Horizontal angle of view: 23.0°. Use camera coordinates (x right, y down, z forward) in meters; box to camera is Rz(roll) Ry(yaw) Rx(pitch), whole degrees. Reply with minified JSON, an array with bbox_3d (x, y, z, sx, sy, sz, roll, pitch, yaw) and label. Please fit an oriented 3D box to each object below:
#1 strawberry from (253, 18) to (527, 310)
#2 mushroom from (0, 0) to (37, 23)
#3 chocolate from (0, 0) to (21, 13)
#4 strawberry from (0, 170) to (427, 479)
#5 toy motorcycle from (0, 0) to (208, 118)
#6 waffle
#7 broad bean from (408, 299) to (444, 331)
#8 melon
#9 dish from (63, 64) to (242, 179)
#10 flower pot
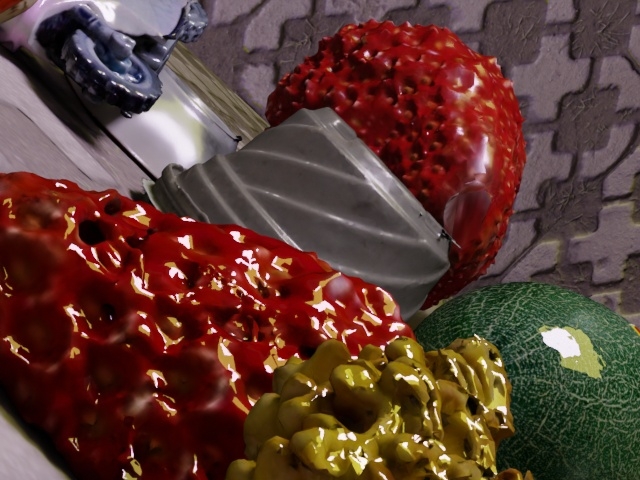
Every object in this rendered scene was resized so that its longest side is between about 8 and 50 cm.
[{"bbox_3d":[0.055,-0.063,1.300,0.261,0.261,0.257,47,1,16],"label":"strawberry"},{"bbox_3d":[-0.226,-0.195,0.959,0.148,0.112,0.148,40,13,-11],"label":"mushroom"},{"bbox_3d":[-0.270,-0.214,0.758,0.237,0.108,0.235,49,5,22],"label":"chocolate"},{"bbox_3d":[-0.036,0.038,0.585,0.236,0.111,0.190,43,7,-24],"label":"strawberry"},{"bbox_3d":[-0.190,-0.186,1.180,0.204,0.108,0.239,29,8,-5],"label":"toy motorcycle"},{"bbox_3d":[0.045,0.118,0.468,0.193,0.070,0.197,50,29,-24],"label":"waffle"},{"bbox_3d":[0.050,0.017,1.527,0.189,0.121,0.263,45,1,32],"label":"broad bean"},{"bbox_3d":[0.142,0.118,1.045,0.182,0.182,0.287,48,11,31],"label":"melon"},{"bbox_3d":[-0.121,-0.093,1.295,0.191,0.066,0.191,45,4,-4],"label":"dish"},{"bbox_3d":[0.000,0.000,1.095,0.235,0.140,0.235,46,6,-6],"label":"flower pot"}]
